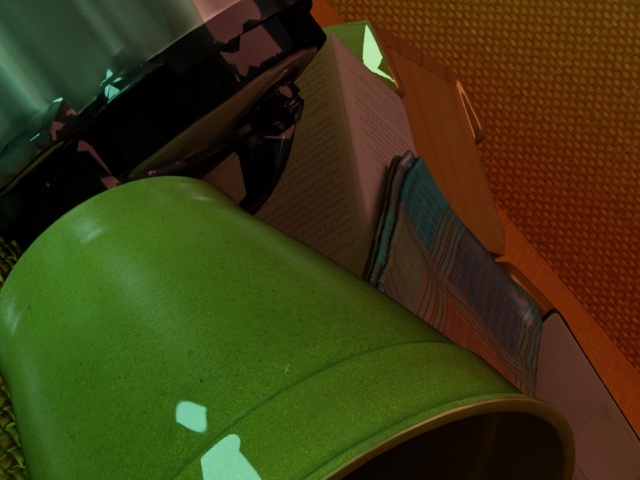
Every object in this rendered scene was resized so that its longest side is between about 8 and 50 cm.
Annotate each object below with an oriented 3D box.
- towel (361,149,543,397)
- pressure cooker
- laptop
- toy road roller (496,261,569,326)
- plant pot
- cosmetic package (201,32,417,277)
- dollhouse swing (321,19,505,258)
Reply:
[{"bbox_3d":[0.142,0.081,1.257,0.271,0.040,0.370,51,24,-15],"label":"towel"},{"bbox_3d":[-0.203,-0.178,1.132,0.420,0.370,0.375,51,-18,-3],"label":"pressure cooker"},{"bbox_3d":[0.289,0.362,1.384,0.382,0.408,0.236,55,-20,-23],"label":"laptop"},{"bbox_3d":[0.230,0.132,1.822,0.202,0.240,0.329,46,17,-11],"label":"toy road roller"},{"bbox_3d":[-0.067,0.140,0.922,0.353,0.366,0.366,47,12,35],"label":"plant pot"},{"bbox_3d":[0.000,0.000,1.418,0.161,0.230,0.453,38,30,-37],"label":"cosmetic package"},{"bbox_3d":[0.073,-0.117,1.785,0.347,0.315,0.305,11,75,-63],"label":"dollhouse swing"}]
